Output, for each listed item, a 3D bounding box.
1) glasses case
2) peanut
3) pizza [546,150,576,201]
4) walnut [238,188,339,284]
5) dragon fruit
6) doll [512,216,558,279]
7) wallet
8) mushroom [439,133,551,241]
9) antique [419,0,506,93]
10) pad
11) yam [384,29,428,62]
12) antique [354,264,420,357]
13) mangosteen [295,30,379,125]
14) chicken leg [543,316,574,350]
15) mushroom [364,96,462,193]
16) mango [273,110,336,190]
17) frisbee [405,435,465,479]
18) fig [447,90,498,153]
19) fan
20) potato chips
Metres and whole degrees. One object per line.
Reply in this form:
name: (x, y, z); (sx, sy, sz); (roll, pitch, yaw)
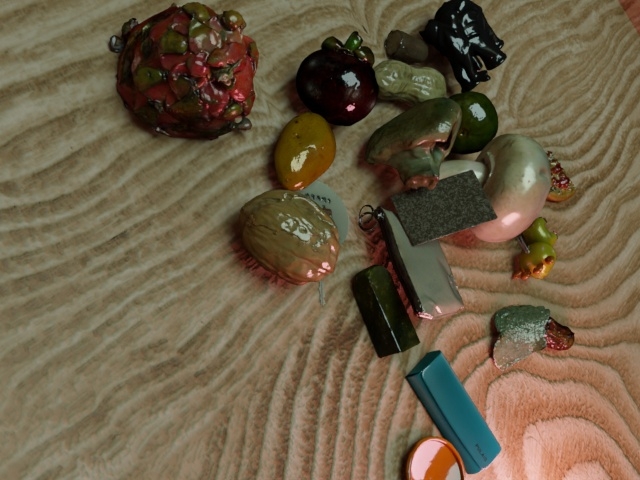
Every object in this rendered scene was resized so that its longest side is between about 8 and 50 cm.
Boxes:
glasses case: (0.342, 0.433, 1.633); (0.117, 0.070, 0.301); (-37, 97, -39)
peanut: (0.250, -0.447, 1.860); (0.298, 0.120, 0.136); (1, 35, -35)
pizza: (0.811, -0.233, 2.234); (0.188, 0.062, 0.199); (-13, 80, -41)
walnut: (-0.069, -0.010, 1.421); (0.245, 0.198, 0.198); (32, 57, -15)
dragon fruit: (-0.251, -0.389, 1.380); (0.314, 0.263, 0.296); (1, 72, -36)
doll: (0.663, 0.038, 1.979); (0.135, 0.143, 0.221); (48, 45, -14)
wallet: (0.250, 0.060, 1.660); (0.275, 0.068, 0.335); (8, 51, -45)
mushroom: (0.484, -0.127, 1.814); (0.356, 0.315, 0.315); (-34, 96, -3)
antique: (0.446, -0.632, 2.029); (0.255, 0.185, 0.322); (48, 34, -22)
pad: (0.317, -0.086, 1.664); (0.235, 0.003, 0.158); (-18, 65, -6)
yam: (0.264, -0.585, 1.952); (0.127, 0.084, 0.084); (4, 71, -33)
antique: (0.154, 0.170, 1.586); (0.081, 0.080, 0.221); (-17, 82, -41)
mangosteen: (0.055, -0.402, 1.640); (0.216, 0.216, 0.216); (14, 65, -32)
chicken leg: (0.707, 0.280, 1.963); (0.234, 0.063, 0.105); (29, 63, -27)
mushroom: (0.243, -0.282, 1.707); (0.217, 0.212, 0.292); (19, 53, 10)
mango: (-0.038, -0.211, 1.568); (0.147, 0.109, 0.227); (36, 57, -25)
frisbee: (0.272, 0.569, 1.548); (0.192, 0.035, 0.192); (15, 64, -32)
fig: (0.432, -0.350, 1.938); (0.195, 0.195, 0.245); (58, 15, -4)
fan: (0.000, 0.000, 1.581); (0.191, 0.009, 0.329); (13, 65, -33)
potato chips: (0.567, 0.270, 1.852); (0.167, 0.059, 0.228); (20, 60, -3)
